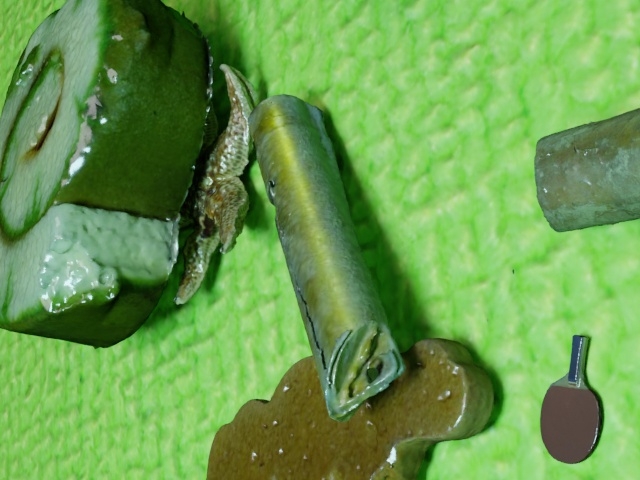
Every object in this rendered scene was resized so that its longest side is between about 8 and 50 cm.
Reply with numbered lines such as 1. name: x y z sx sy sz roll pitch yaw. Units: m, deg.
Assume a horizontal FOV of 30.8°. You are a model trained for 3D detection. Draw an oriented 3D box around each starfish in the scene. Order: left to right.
1. starfish: -0.119 -0.052 1.141 0.235 0.062 0.277 -58 38 29

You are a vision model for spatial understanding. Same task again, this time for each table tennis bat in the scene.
1. table tennis bat: 0.163 0.103 0.752 0.050 0.007 0.083 4 86 55

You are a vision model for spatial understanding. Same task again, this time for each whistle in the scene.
1. whistle: -0.001 0.000 0.928 0.068 0.057 0.326 -38 42 20

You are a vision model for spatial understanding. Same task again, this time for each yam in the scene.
1. yam: 0.189 -0.046 0.713 0.146 0.070 0.069 -16 68 51

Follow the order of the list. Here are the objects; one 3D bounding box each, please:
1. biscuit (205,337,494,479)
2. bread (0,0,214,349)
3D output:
1. biscuit: 0.014 0.169 0.903 0.320 0.047 0.183 -44 47 36
2. bread: -0.241 -0.074 1.183 0.366 0.129 0.382 -54 37 31
